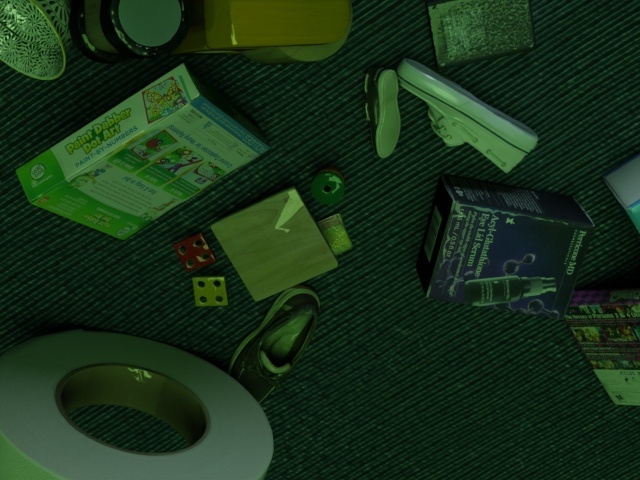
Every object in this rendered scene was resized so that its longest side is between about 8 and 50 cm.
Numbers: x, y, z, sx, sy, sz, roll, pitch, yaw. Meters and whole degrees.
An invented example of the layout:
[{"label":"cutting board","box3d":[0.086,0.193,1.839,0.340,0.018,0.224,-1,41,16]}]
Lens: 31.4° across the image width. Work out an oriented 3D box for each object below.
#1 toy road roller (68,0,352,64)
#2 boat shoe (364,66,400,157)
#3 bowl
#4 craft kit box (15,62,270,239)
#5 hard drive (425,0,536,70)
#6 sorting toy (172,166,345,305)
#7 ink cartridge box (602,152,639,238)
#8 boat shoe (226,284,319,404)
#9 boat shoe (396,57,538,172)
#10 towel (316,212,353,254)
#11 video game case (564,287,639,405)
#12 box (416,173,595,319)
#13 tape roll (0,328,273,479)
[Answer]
[{"label":"toy road roller","box3d":[-0.136,-0.329,1.325,0.330,0.202,0.240,-3,98,-25]},{"label":"boat shoe","box3d":[0.079,-0.173,1.529,0.046,0.038,0.125,-30,129,-37]},{"label":"bowl","box3d":[-0.361,-0.288,1.402,0.170,0.170,0.080,47,59,-21]},{"label":"craft kit box","box3d":[-0.215,-0.103,1.438,0.247,0.250,0.061,-33,72,8]},{"label":"hard drive","box3d":[0.212,-0.284,1.498,0.135,0.022,0.094,-12,114,1]},{"label":"sorting toy","box3d":[-0.070,0.002,1.583,0.275,0.046,0.132,-24,111,14]},{"label":"ink cartridge box","box3d":[0.576,-0.012,1.592,0.223,0.129,0.307,-33,112,10]},{"label":"boat shoe","box3d":[-0.072,0.167,1.650,0.080,0.073,0.223,28,109,-16]},{"label":"boat shoe","box3d":[0.187,-0.159,1.519,0.226,0.083,0.075,28,108,-17]},{"label":"towel","box3d":[0.000,0.000,1.616,0.083,0.009,0.060,-23,115,6]},{"label":"video game case","box3d":[0.483,0.155,1.630,0.232,0.042,0.210,-7,126,49]},{"label":"box","box3d":[0.254,0.009,1.587,0.207,0.108,0.153,9,113,-8]},{"label":"tape roll","box3d":[-0.255,0.247,1.503,0.392,0.392,0.072,14,113,-11]}]
